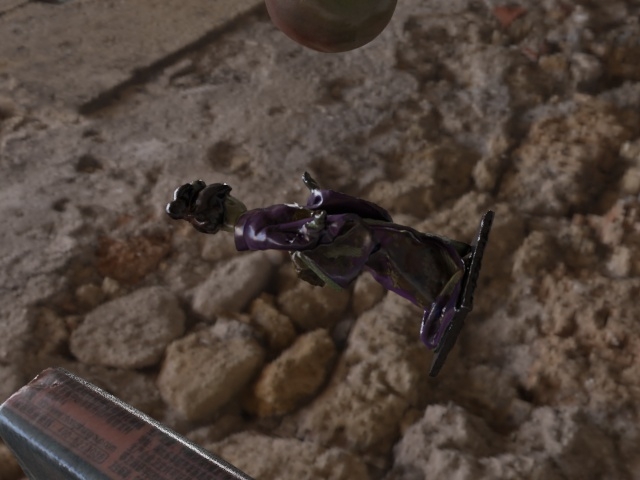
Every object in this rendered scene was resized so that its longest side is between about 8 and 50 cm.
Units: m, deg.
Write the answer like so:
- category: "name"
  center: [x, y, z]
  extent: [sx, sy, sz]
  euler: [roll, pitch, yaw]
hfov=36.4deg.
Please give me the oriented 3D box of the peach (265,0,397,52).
- category: "peach"
  center: [0.005, -0.148, 0.562]
  extent: [0.083, 0.083, 0.083]
  euler: [-37, -45, -48]

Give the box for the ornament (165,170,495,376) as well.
- category: "ornament"
  center: [0.006, -0.005, 0.617]
  extent: [0.088, 0.203, 0.081]
  euler: [102, -165, -47]

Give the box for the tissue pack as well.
- category: "tissue pack"
  center: [-0.128, 0.253, 0.841]
  extent: [0.103, 0.316, 0.228]
  euler: [-43, -47, -30]
